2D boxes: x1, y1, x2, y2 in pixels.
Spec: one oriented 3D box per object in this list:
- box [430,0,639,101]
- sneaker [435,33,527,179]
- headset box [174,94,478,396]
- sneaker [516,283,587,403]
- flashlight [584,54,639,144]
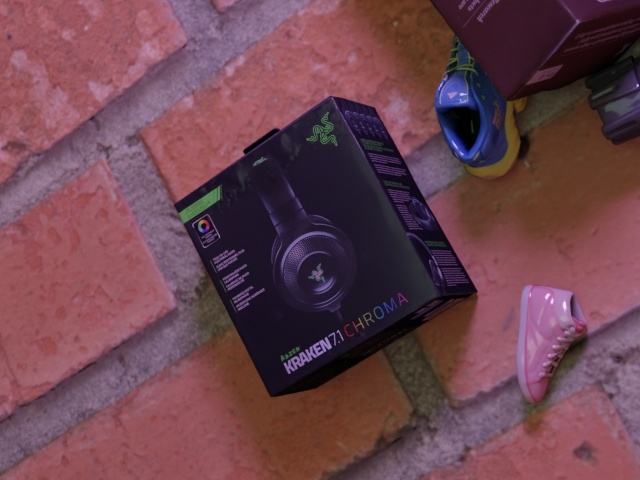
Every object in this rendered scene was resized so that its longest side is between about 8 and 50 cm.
[{"bbox_3d":[0.182,-0.348,1.472,0.381,0.191,0.143,56,137,14],"label":"box"},{"bbox_3d":[0.181,-0.189,1.525,0.091,0.126,0.240,-4,89,25],"label":"sneaker"},{"bbox_3d":[0.000,0.000,1.606,0.246,0.131,0.283,-32,76,21],"label":"headset box"},{"bbox_3d":[0.260,0.117,1.528,0.070,0.051,0.134,1,86,30],"label":"sneaker"},{"bbox_3d":[0.430,-0.192,1.424,0.304,0.103,0.103,-26,75,21],"label":"flashlight"}]
